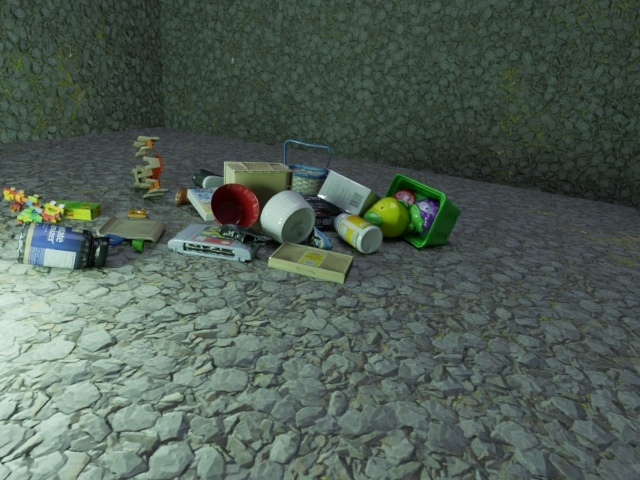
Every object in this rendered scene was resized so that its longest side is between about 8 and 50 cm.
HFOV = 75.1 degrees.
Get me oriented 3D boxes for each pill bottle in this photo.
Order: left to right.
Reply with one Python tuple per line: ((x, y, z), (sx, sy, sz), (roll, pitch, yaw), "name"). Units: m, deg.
((-0.748, 0.020, 1.221), (0.219, 0.123, 0.123), (10, 17, -30), "pill bottle")
((0.144, -0.036, 1.671), (0.118, 0.117, 0.208), (-6, 25, -31), "pill bottle")

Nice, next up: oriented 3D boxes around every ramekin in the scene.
((-0.115, -0.077, 1.589), (0.207, 0.207, 0.109), (-13, 38, -41), "ramekin")

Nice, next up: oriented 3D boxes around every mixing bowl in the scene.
((-0.331, -0.112, 1.554), (0.181, 0.181, 0.098), (-6, -13, -30), "mixing bowl")

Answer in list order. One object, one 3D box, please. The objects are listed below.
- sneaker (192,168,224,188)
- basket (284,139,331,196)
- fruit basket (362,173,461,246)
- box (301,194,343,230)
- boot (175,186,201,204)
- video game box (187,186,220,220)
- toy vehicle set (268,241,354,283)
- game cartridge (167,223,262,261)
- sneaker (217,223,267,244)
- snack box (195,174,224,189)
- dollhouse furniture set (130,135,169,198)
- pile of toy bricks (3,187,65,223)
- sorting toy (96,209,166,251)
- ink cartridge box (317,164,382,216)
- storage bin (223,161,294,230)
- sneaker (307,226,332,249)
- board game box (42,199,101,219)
((-0.496, -0.285, 2.043), (0.147, 0.104, 0.296), (28, 12, 31), "sneaker")
((-0.084, -0.382, 2.238), (0.255, 0.289, 0.201), (15, 28, 11), "basket")
((0.358, -0.128, 1.817), (0.392, 0.283, 0.392), (22, 13, -5), "fruit basket")
((-0.048, -0.131, 1.906), (0.242, 0.076, 0.307), (0, 23, -18), "box")
((-0.570, -0.201, 1.935), (0.152, 0.073, 0.197), (14, 25, 7), "boot")
((-0.464, -0.166, 1.847), (0.187, 0.048, 0.205), (-8, 41, -39), "video game box")
((-0.028, 0.073, 1.451), (0.267, 0.035, 0.166), (12, 22, 13), "toy vehicle set")
((-0.370, 0.002, 1.507), (0.294, 0.060, 0.196), (8, 17, 3), "game cartridge")
((-0.273, -0.019, 1.447), (0.170, 0.051, 0.089), (7, 16, -11), "sneaker")
((-0.548, -0.298, 2.185), (0.207, 0.070, 0.174), (0, 22, -21), "snack box")
((-0.797, -0.330, 1.975), (0.135, 0.262, 0.259), (-9, -5, -39), "dollhouse furniture set")
((-1.056, -0.100, 1.516), (0.212, 0.118, 0.105), (20, 48, -9), "pile of toy bricks")
((-0.679, -0.033, 1.510), (0.196, 0.047, 0.347), (7, 21, -11), "sorting toy")
((0.113, -0.213, 1.896), (0.272, 0.130, 0.309), (29, 8, 16), "ink cartridge box")
((-0.257, -0.180, 1.713), (0.260, 0.262, 0.123), (-4, 25, -27), "storage bin")
((0.000, 0.000, 1.639), (0.073, 0.063, 0.162), (17, 20, -26), "sneaker")
((-0.979, -0.121, 1.639), (0.181, 0.043, 0.092), (5, 22, -5), "board game box")
